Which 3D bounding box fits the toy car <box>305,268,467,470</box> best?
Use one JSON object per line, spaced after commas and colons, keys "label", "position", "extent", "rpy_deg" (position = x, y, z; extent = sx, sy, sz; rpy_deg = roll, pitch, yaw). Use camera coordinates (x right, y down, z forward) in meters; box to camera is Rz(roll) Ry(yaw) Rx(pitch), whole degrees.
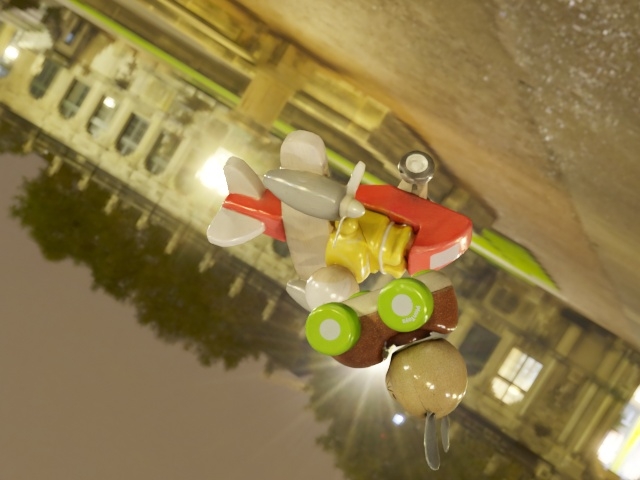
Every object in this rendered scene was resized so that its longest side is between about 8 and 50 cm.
{"label": "toy car", "position": [0.088, 0.135, 0.942], "extent": [0.188, 0.149, 0.155], "rpy_deg": [71, -163, 4]}

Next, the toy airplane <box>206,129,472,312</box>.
{"label": "toy airplane", "position": [0.000, 0.000, 1.498], "extent": [0.386, 0.272, 0.384], "rpy_deg": [28, 141, -32]}
